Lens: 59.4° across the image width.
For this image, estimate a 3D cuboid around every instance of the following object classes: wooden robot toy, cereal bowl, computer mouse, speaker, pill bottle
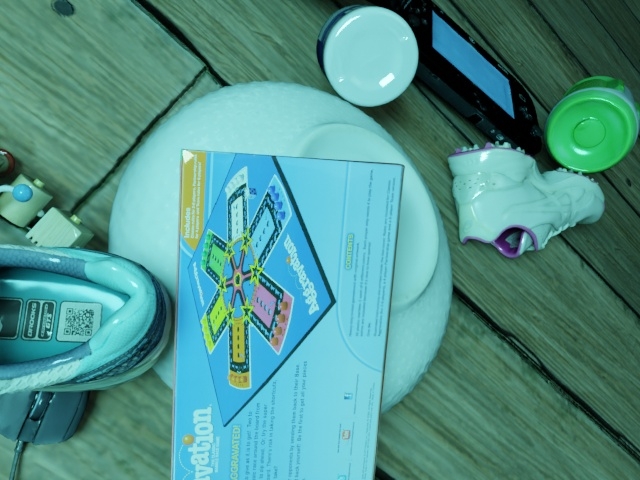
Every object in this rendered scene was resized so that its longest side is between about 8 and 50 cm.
[{"bbox_3d":[-0.250,-0.033,0.386,0.173,0.076,0.079,41,86,-17],"label":"wooden robot toy"},{"bbox_3d":[0.000,0.000,0.503,0.338,0.141,0.339,15,63,-32],"label":"cereal bowl"},{"bbox_3d":[-0.192,0.138,0.357,0.071,0.041,0.242,23,59,-30],"label":"computer mouse"},{"bbox_3d":[0.437,-0.192,0.901,0.131,0.131,0.296,58,33,-2],"label":"speaker"},{"bbox_3d":[0.044,-0.207,0.616,0.094,0.094,0.169,39,15,-18],"label":"pill bottle"}]

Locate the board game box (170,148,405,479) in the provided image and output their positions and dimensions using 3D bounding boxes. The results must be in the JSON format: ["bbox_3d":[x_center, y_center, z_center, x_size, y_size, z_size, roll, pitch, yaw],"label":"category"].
[{"bbox_3d":[-0.027,0.084,0.384,0.144,0.027,0.282,2,100,-14],"label":"board game box"}]

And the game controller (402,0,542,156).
[{"bbox_3d":[0.217,-0.252,0.832,0.319,0.067,0.167,31,54,-25],"label":"game controller"}]

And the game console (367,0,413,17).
[{"bbox_3d":[0.030,-0.405,0.702,0.213,0.044,0.362,22,44,-10],"label":"game console"}]

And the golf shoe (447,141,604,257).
[{"bbox_3d":[0.290,-0.039,0.785,0.306,0.115,0.140,10,80,-33],"label":"golf shoe"}]

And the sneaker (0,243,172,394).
[{"bbox_3d":[-0.221,0.039,0.294,0.282,0.122,0.110,-6,76,-21],"label":"sneaker"}]
